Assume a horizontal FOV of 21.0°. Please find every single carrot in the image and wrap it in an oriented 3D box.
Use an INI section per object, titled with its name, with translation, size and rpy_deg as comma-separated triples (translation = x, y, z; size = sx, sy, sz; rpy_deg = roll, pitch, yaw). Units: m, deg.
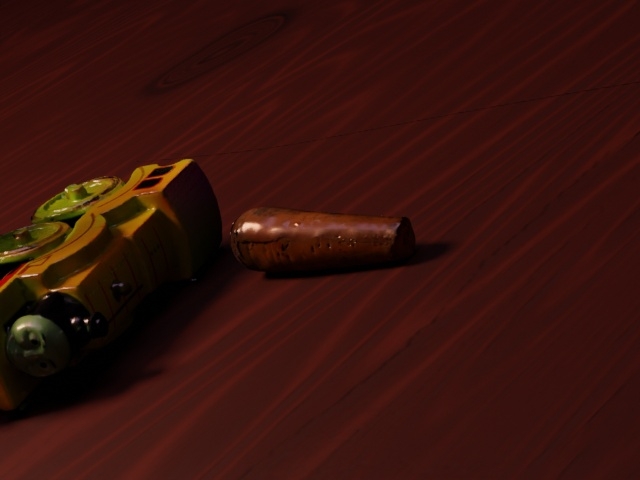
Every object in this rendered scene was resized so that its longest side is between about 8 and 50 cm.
[carrot]
translation = 0.000, 0.000, 1.366
size = 0.161, 0.055, 0.055
rpy_deg = 3, 29, 34

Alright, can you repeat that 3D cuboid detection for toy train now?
[toy train]
translation = -0.199, 0.031, 1.403
size = 0.160, 0.100, 0.296
rpy_deg = -8, 24, 27

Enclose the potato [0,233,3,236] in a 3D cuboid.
[potato]
translation = -0.354, 0.028, 1.580
size = 0.225, 0.090, 0.117
rpy_deg = 7, 48, 45
